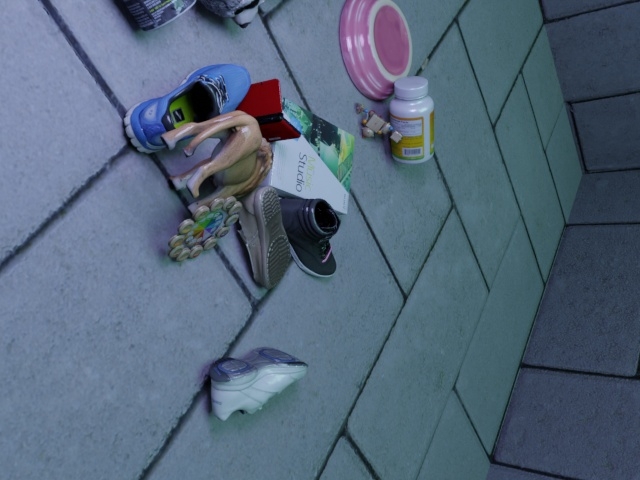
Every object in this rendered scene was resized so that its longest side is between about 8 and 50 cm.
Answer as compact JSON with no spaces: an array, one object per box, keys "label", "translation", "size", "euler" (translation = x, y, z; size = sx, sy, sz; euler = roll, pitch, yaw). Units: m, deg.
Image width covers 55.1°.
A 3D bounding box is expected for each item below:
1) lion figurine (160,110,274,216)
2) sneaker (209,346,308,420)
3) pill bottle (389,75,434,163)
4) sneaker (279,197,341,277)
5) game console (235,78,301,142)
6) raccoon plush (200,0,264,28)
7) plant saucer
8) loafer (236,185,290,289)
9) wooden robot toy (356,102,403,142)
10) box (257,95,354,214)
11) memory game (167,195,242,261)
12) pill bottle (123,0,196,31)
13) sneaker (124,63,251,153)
[{"label":"lion figurine","translation":[-0.180,-0.170,1.228],"size":[0.240,0.392,0.142],"euler":[-32,91,-15]},{"label":"sneaker","translation":[-0.147,0.330,1.428],"size":[0.297,0.111,0.129],"euler":[-1,106,-48]},{"label":"pill bottle","translation":[0.283,-0.373,1.898],"size":[0.136,0.136,0.245],"euler":[-47,141,-41]},{"label":"sneaker","translation":[0.000,0.000,1.567],"size":[0.295,0.147,0.104],"euler":[53,48,-38]},{"label":"game console","translation":[-0.122,-0.295,1.420],"size":[0.124,0.144,0.085],"euler":[35,64,-46]},{"label":"raccoon plush","translation":[-0.197,-0.695,1.316],"size":[0.299,0.216,0.446],"euler":[-32,107,-41]},{"label":"plant saucer","translation":[0.185,-0.600,1.871],"size":[0.332,0.084,0.332],"euler":[3,87,-51]},{"label":"loafer","translation":[-0.138,-0.010,1.442],"size":[0.102,0.092,0.268],"euler":[-37,133,-47]},{"label":"wooden robot toy","translation":[0.160,-0.340,1.852],"size":[0.173,0.079,0.076],"euler":[33,19,-15]},{"label":"box","translation":[-0.030,-0.211,1.606],"size":[0.322,0.058,0.232],"euler":[17,76,-51]},{"label":"memory game","translation":[-0.238,-0.022,1.267],"size":[0.012,0.186,0.186],"euler":[47,38,16]},{"label":"pill bottle","translation":[-0.349,-0.532,1.147],"size":[0.245,0.130,0.130],"euler":[58,47,-33]},{"label":"sneaker","translation":[-0.239,-0.280,1.269],"size":[0.330,0.147,0.129],"euler":[-48,125,-42]}]
